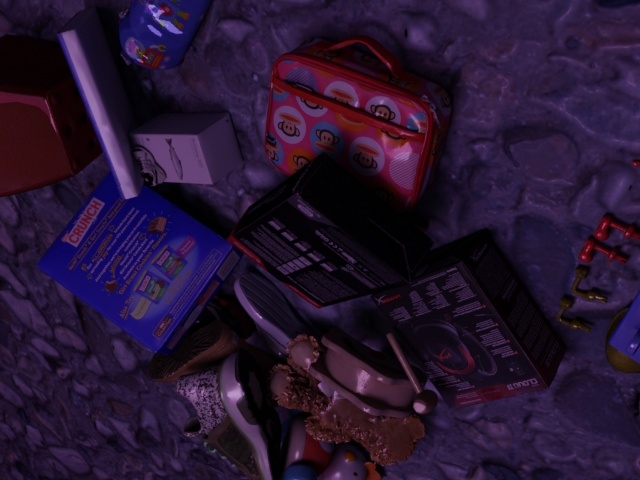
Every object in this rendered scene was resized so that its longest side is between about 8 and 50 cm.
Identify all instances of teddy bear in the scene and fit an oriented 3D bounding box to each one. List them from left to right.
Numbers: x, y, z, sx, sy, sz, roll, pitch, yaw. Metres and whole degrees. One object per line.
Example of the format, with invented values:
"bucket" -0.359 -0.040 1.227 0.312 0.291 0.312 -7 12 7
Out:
"teddy bear" 0.054 0.321 1.587 0.337 0.113 0.245 16 103 3

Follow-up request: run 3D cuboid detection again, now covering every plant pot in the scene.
"plant pot" -0.575 -0.252 1.574 0.235 0.267 0.267 4 124 18

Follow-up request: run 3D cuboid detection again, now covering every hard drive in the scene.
"hard drive" -0.403 -0.263 1.471 0.040 0.210 0.319 -14 117 2

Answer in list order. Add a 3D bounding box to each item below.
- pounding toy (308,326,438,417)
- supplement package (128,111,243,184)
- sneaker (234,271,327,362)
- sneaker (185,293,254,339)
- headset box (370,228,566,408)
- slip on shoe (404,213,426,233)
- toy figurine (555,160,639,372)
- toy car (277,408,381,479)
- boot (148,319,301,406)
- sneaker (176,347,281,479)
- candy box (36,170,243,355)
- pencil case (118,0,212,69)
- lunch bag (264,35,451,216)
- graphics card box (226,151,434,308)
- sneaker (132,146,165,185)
"pounding toy" 0.120 0.226 1.426 0.269 0.154 0.155 29 102 30
"supplement package" -0.257 -0.178 1.482 0.179 0.105 0.105 5 123 33
"sneaker" -0.101 0.183 1.639 0.258 0.094 0.091 50 131 -6
"sneaker" -0.284 0.150 1.723 0.276 0.135 0.098 37 137 10
"headset box" 0.262 0.156 1.339 0.218 0.110 0.293 -27 102 45
"slip on shoe" 0.126 -0.052 1.334 0.135 0.051 0.041 46 116 -3
"toy figurine" 0.436 0.097 1.093 0.191 0.217 0.363 29 133 16
"toy car" 0.028 0.497 1.739 0.237 0.219 0.210 12 133 -8
"boot" -0.199 0.294 1.671 0.236 0.089 0.269 -25 134 27
"sneaker" -0.190 0.396 1.628 0.181 0.158 0.411 -6 123 10
"candy box" -0.369 0.041 1.601 0.317 0.268 0.122 34 171 10
"pencil case" -0.242 -0.419 1.283 0.133 0.119 0.306 28 137 -14
"lunch bag" 0.059 -0.196 1.236 0.293 0.120 0.258 24 128 18
"graphics card box" 0.000 0.000 1.320 0.232 0.094 0.371 38 158 -11
"sneaker" -0.330 -0.140 1.461 0.083 0.037 0.032 49 139 -1
